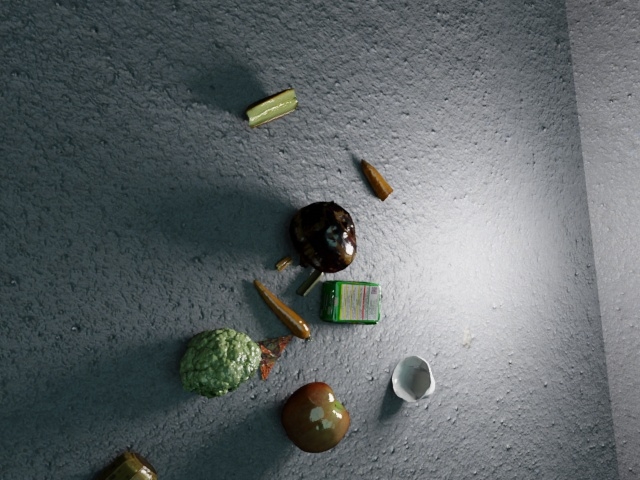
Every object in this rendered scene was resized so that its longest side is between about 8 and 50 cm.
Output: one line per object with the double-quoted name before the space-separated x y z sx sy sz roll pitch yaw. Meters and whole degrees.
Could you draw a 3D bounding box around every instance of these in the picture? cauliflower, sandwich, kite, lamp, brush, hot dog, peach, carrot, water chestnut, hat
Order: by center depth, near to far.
"lamp" -0.622 0.777 1.482 0.185 0.161 0.161 -48 110 -22
"cauliflower" -0.344 0.444 1.613 0.275 0.272 0.250 9 115 -14
"peach" -0.023 0.665 1.765 0.252 0.252 0.252 1 88 -28
"sandwich" -0.197 -0.497 1.788 0.244 0.088 0.090 -34 113 -29
"kite" -0.199 0.418 1.799 0.125 0.008 0.222 42 71 -21
"carrot" -0.143 0.274 1.804 0.336 0.069 0.069 48 68 -16
"water chestnut" 0.000 0.000 1.805 0.300 0.300 0.300 1 88 -28
"hot dog" -0.144 0.089 1.832 0.083 0.021 0.037 -35 115 -26
"brush" 0.011 0.121 1.898 0.282 0.054 0.048 -47 128 -21
"carrot" 0.233 -0.266 2.020 0.072 0.072 0.205 -45 106 -22
"hat" 0.424 0.615 2.051 0.126 0.203 0.203 37 71 -42

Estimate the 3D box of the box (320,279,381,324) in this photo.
"box" 0.128 0.255 1.928 0.250 0.103 0.180 7 85 -29
